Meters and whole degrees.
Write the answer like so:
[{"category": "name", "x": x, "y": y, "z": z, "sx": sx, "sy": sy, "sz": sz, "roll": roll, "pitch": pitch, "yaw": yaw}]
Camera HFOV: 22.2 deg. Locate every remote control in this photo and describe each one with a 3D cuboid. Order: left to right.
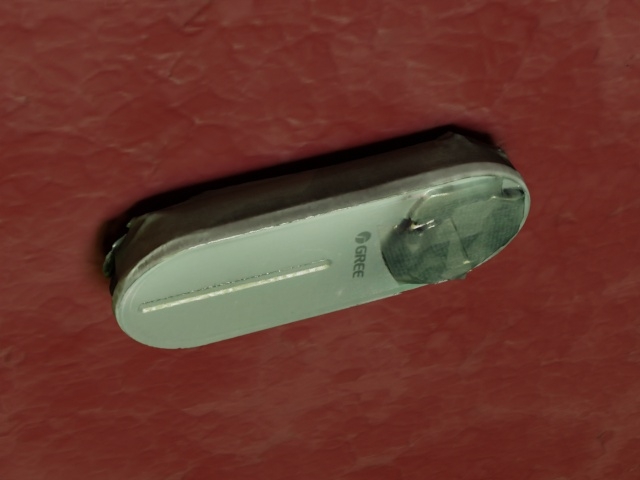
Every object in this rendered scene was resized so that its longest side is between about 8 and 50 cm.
[{"category": "remote control", "x": 0.000, "y": 0.000, "z": 0.924, "sx": 0.247, "sy": 0.052, "sz": 0.104, "roll": -13, "pitch": 146, "yaw": -14}]
